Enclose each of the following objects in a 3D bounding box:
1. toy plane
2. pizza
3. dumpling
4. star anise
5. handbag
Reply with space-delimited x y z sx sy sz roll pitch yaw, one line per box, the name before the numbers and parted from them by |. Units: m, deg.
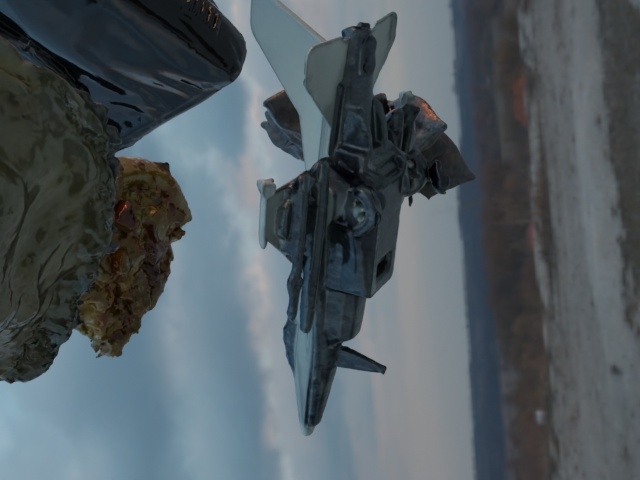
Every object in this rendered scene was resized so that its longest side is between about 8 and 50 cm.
toy plane | 0.014 -0.003 0.479 0.160 0.082 0.234 -40 -51 -56
pizza | -0.221 0.018 1.138 0.335 0.086 0.226 -26 -63 -74
dumpling | -0.183 -0.014 0.501 0.332 0.166 0.086 76 -172 -47
star anise | 0.070 -0.132 1.320 0.315 0.315 0.108 47 -117 -76
handbag | -0.226 -0.184 0.830 0.275 0.244 0.088 34 -137 -38
